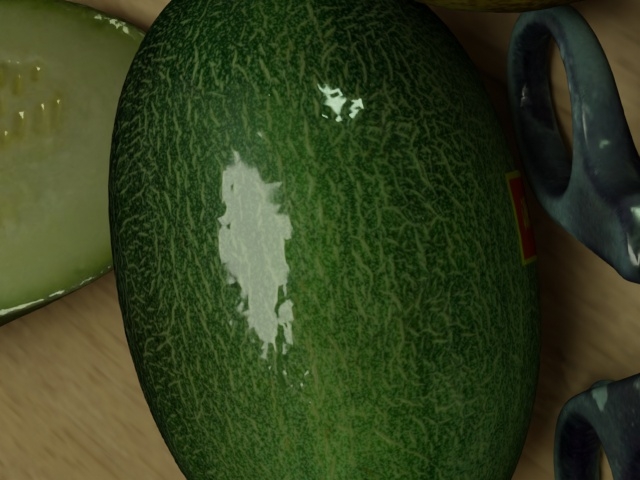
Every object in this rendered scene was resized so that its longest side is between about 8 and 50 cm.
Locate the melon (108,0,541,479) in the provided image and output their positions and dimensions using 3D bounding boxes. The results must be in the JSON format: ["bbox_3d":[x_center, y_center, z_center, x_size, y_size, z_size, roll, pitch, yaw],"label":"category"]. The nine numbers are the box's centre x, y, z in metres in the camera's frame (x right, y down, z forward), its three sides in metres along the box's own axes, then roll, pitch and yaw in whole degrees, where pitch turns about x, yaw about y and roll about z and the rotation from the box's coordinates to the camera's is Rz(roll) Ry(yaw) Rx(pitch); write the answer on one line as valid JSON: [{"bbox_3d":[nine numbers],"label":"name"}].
[{"bbox_3d":[0.000,0.000,0.698,0.182,0.182,0.288,-5,98,37],"label":"melon"}]

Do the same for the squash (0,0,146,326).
[{"bbox_3d":[-0.214,-0.036,0.851,0.260,0.189,0.189,-23,84,42],"label":"squash"}]

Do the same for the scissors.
[{"bbox_3d":[0.135,0.039,0.548,0.383,0.029,0.256,-156,58,-78],"label":"scissors"}]

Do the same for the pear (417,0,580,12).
[{"bbox_3d":[0.064,-0.183,0.609,0.197,0.197,0.197,8,103,36],"label":"pear"}]
